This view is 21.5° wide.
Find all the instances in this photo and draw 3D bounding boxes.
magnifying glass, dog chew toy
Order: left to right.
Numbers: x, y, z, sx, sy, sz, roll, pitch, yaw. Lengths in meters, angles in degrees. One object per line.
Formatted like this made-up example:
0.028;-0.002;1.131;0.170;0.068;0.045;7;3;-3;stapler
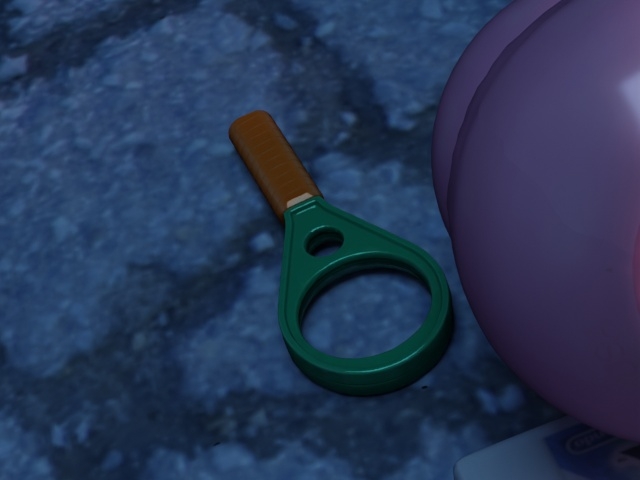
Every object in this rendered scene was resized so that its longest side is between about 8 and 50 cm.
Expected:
0.000;0.000;0.942;0.092;0.026;0.231;-25;46;-7;magnifying glass
0.143;-0.037;0.785;0.207;0.206;0.332;-21;18;-3;dog chew toy

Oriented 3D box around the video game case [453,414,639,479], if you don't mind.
0.257;0.146;0.700;0.329;0.036;0.300;-21;44;-3;video game case
